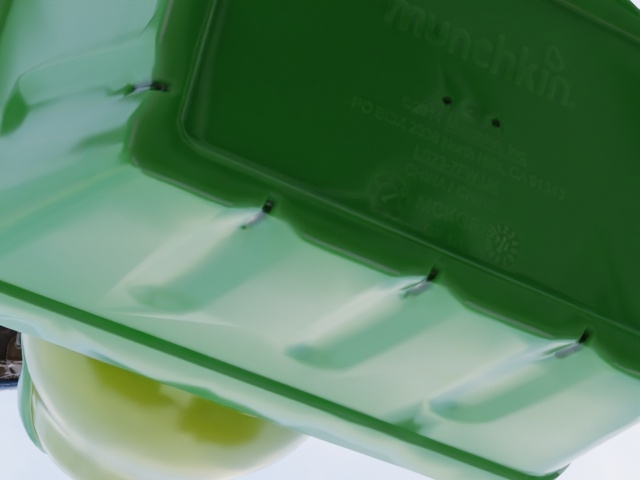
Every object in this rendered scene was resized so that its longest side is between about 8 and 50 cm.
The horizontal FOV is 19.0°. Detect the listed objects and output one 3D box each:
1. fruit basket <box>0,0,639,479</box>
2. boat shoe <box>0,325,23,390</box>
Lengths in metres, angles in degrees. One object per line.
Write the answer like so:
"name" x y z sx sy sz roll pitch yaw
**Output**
"fruit basket" -0.025 -0.012 0.948 0.392 0.392 0.283 21 -108 -21
"boat shoe" -0.208 0.072 1.427 0.183 0.066 0.066 9 -129 -25
